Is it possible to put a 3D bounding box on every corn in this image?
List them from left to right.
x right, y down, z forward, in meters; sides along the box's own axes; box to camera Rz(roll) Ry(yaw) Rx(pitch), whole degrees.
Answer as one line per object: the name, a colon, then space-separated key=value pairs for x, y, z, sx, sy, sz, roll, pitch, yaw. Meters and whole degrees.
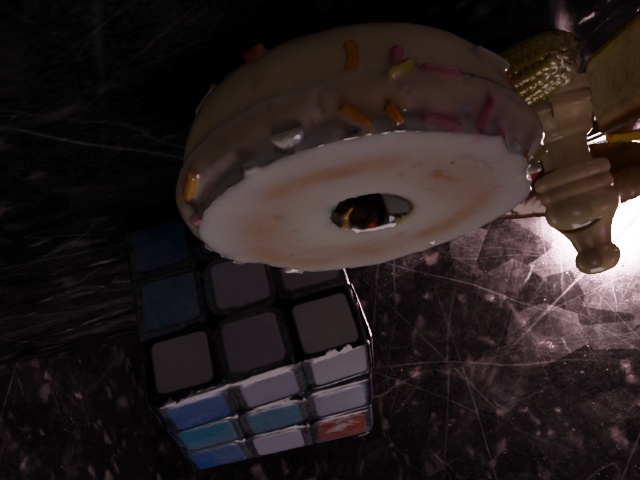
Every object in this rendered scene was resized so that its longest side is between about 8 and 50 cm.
corn: x=0.178 y=-0.170 z=0.908 sx=0.319 sy=0.097 sz=0.097 roll=-24 pitch=171 yaw=36

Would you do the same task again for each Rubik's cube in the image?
Rubik's cube: x=-0.116 y=0.160 z=1.241 sx=0.362 sy=0.363 sz=0.359 roll=-17 pitch=143 yaw=-3

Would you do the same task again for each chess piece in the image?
chess piece: x=0.405 y=-0.099 z=1.116 sx=0.138 sy=0.307 sz=0.124 roll=-11 pitch=171 yaw=-40

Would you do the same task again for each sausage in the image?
sausage: x=0.380 y=-0.104 z=1.279 sx=0.500 sy=0.136 sz=0.123 roll=-3 pitch=142 yaw=9

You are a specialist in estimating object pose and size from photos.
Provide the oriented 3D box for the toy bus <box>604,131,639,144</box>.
toy bus: x=0.646 y=-0.249 z=1.243 sx=0.330 sy=0.144 sz=0.152 roll=-10 pitch=179 yaw=-32

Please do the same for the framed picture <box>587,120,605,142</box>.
framed picture: x=0.508 y=-0.200 z=1.364 sx=0.168 sy=0.023 sz=0.128 roll=-23 pitch=174 yaw=21

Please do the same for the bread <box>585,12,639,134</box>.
bread: x=0.546 y=-0.263 z=0.884 sx=0.323 sy=0.143 sz=0.333 roll=-16 pitch=173 yaw=-5

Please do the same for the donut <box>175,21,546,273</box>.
donut: x=0.038 y=-0.086 z=0.727 sx=0.382 sy=0.143 sz=0.383 roll=-9 pitch=160 yaw=-3

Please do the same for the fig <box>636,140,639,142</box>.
fig: x=0.756 y=-0.269 z=1.675 sx=0.087 sy=0.074 sz=0.074 roll=3 pitch=175 yaw=7

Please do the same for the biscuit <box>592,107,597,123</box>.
biscuit: x=0.486 y=-0.233 z=1.356 sx=0.208 sy=0.049 sz=0.181 roll=-16 pitch=172 yaw=-30
